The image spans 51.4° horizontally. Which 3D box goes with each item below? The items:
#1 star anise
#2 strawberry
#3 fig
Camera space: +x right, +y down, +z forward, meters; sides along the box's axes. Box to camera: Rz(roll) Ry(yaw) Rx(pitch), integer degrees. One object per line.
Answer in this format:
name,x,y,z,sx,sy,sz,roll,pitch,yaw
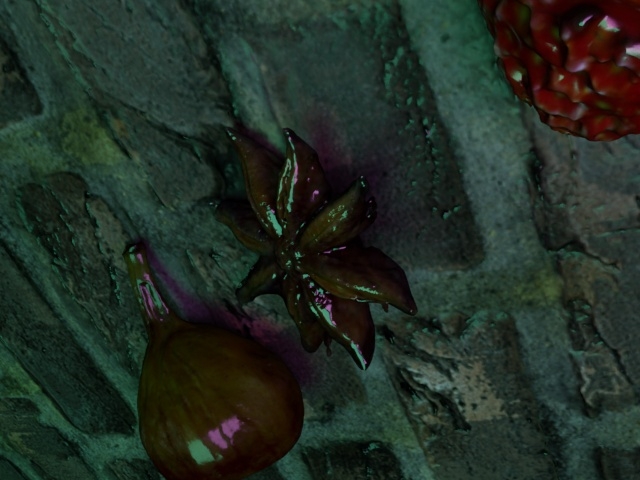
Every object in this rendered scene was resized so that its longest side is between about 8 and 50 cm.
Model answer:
star anise,0.000,0.000,0.639,0.272,0.103,0.271,27,131,35
strawberry,0.202,-0.135,0.397,0.234,0.233,0.178,9,152,15
fig,-0.138,0.145,0.802,0.191,0.191,0.290,-38,65,39
